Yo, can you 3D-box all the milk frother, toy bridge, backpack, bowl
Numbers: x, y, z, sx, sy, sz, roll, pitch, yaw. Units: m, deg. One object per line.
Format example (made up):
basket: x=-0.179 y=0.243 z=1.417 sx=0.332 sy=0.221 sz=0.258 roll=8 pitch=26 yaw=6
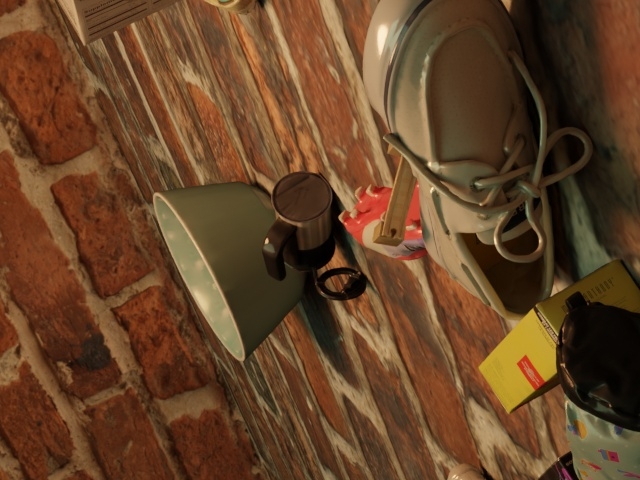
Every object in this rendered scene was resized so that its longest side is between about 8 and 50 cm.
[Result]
milk frother: x=0.000 y=0.000 z=1.737 sx=0.143 sy=0.129 sz=0.135 roll=13 pitch=151 yaw=10
toy bridge: x=0.081 y=-0.091 z=1.145 sx=0.063 sy=0.026 sz=0.188 roll=130 pitch=153 yaw=-75
backpack: x=0.247 y=0.130 z=0.950 sx=0.152 sy=0.115 sz=0.182 roll=17 pitch=155 yaw=25
bowl: x=-0.135 y=0.025 z=2.091 sx=0.311 sy=0.163 sz=0.311 roll=56 pitch=166 yaw=22

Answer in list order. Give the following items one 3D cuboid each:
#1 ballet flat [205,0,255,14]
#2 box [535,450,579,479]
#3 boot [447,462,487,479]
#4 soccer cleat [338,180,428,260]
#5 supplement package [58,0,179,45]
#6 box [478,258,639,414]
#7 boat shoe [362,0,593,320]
ballet flat: x=-0.105 y=-0.311 z=1.601 sx=0.052 sy=0.057 sz=0.168 roll=38 pitch=-179 yaw=-25
box: x=0.296 y=0.309 z=1.357 sx=0.162 sy=0.029 sz=0.116 roll=57 pitch=165 yaw=17
boot: x=0.228 y=0.417 z=1.720 sx=0.123 sy=0.095 sz=0.258 roll=-126 pitch=23 yaw=-53
soccer cleat: x=0.102 y=-0.018 z=1.366 sx=0.095 sy=0.083 sz=0.248 roll=35 pitch=168 yaw=-18
supplement package: x=-0.291 y=-0.435 z=1.684 sx=0.262 sy=0.204 sz=0.145 roll=59 pitch=168 yaw=15
box: x=0.211 y=0.091 z=1.126 sx=0.058 sy=0.087 sz=0.232 roll=59 pitch=165 yaw=13
boat shoe: x=0.138 y=-0.050 z=1.018 sx=0.156 sy=0.136 sz=0.367 roll=51 pitch=166 yaw=38
